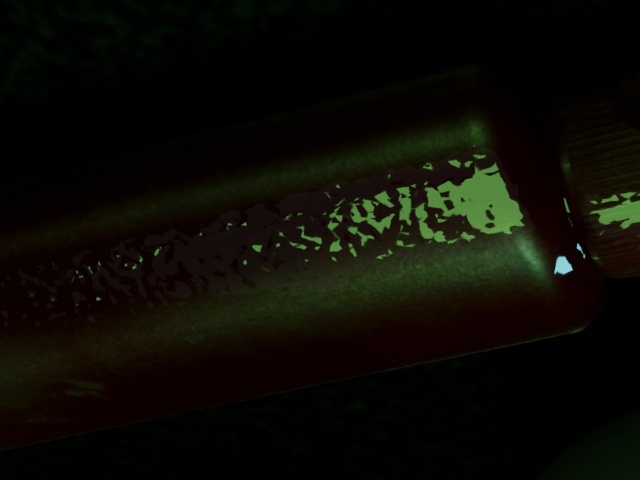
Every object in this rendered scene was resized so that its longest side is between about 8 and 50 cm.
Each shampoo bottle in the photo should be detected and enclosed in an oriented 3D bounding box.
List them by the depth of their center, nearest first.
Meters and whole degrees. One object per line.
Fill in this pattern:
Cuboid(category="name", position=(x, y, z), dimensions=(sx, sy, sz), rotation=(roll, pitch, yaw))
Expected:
Cuboid(category="shampoo bottle", position=(0.000, 0.000, 0.567), dimensions=(0.260, 0.064, 0.102), rotation=(-13, 137, 19))

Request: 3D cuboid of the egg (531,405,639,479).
Cuboid(category="egg", position=(0.157, 0.150, 0.644), dimensions=(0.183, 0.183, 0.264), rotation=(-23, 141, 29))
